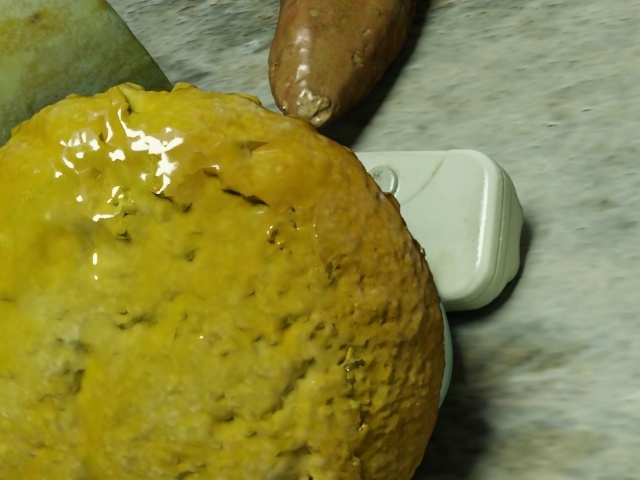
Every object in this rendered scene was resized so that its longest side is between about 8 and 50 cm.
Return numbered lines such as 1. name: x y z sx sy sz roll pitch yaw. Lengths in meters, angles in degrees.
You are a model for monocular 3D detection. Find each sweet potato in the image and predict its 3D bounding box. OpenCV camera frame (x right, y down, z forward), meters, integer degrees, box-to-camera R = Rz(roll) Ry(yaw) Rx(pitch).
1. sweet potato: 0.014 -0.158 0.871 0.097 0.097 0.252 -9 39 28

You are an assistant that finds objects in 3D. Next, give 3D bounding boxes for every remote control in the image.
1. remote control: -0.001 0.000 0.718 0.230 0.049 0.090 -2 74 34

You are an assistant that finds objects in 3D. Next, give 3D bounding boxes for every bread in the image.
1. bread: -0.060 0.045 0.571 0.240 0.240 0.139 -23 13 12

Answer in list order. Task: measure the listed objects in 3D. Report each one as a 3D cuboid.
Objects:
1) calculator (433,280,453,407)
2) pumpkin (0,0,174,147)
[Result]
1. calculator: 0.012 0.033 0.650 0.095 0.021 0.153 -41 53 18
2. pumpkin: -0.243 -0.112 0.804 0.199 0.332 0.332 -41 36 -11
